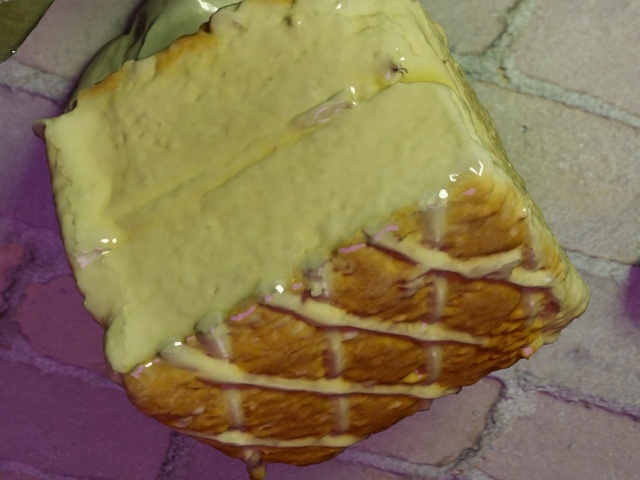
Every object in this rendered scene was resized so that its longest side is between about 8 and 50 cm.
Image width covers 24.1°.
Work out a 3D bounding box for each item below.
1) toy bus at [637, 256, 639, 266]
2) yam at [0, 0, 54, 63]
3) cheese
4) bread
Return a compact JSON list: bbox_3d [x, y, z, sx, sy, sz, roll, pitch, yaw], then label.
[{"bbox_3d":[0.384,0.046,1.597,0.052,0.058,0.102,-32,129,22],"label":"toy bus"},{"bbox_3d":[-0.201,-0.237,1.047,0.106,0.106,0.259,27,124,-22],"label":"yam"},{"bbox_3d":[-0.138,-0.133,1.415,0.159,0.093,0.263,31,123,-23],"label":"cheese"},{"bbox_3d":[0.000,0.000,1.327,0.371,0.279,0.390,-28,150,12],"label":"bread"}]
